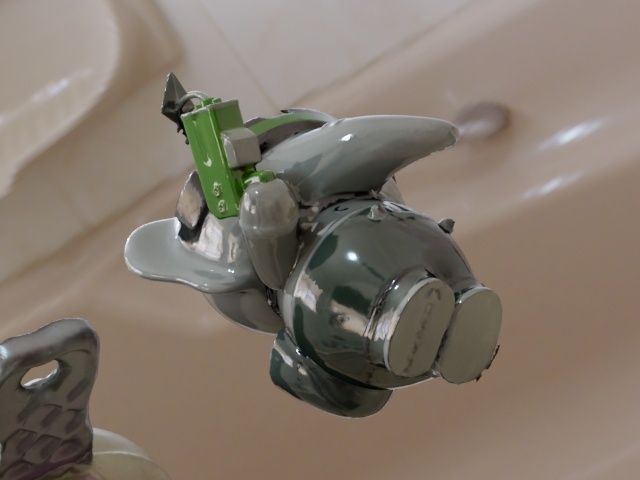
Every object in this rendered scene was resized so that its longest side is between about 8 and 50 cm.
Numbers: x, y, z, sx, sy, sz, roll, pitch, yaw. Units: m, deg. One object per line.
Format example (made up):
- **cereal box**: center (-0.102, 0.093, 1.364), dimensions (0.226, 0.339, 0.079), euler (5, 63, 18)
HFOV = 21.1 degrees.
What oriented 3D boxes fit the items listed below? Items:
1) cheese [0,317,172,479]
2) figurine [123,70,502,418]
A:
- **cheese**: center (-0.139, 0.137, 0.838), dimensions (0.163, 0.286, 0.082), euler (-24, 55, -24)
- **figurine**: center (0.000, 0.000, 0.738), dimensions (0.147, 0.126, 0.192), euler (1, 18, -34)
